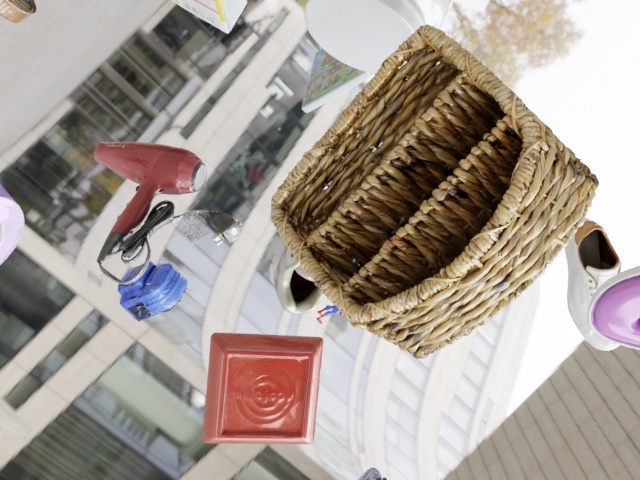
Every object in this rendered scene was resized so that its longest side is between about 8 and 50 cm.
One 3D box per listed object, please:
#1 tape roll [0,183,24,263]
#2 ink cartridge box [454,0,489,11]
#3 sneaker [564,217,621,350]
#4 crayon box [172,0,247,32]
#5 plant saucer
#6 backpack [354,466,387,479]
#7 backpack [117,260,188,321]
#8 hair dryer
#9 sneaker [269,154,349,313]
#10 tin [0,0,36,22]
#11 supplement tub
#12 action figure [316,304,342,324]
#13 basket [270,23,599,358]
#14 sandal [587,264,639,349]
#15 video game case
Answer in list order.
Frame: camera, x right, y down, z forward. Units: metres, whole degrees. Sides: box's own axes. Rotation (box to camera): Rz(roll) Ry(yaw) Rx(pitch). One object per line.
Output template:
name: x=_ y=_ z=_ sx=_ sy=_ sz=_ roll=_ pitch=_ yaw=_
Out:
tape roll: x=-0.698 y=-0.009 z=1.346 sx=0.275 sy=0.090 sz=0.275 roll=-41 pitch=163 yaw=-15
ink cartridge box: x=0.218 y=-0.609 z=1.536 sx=0.283 sy=0.207 sz=0.117 roll=48 pitch=-56 yaw=40
sneaker: x=0.563 y=0.098 z=1.482 sx=0.105 sy=0.290 sz=0.123 roll=-17 pitch=-173 yaw=1
crayon box: x=-0.253 y=-0.514 z=1.335 sx=0.083 sy=0.203 sz=0.323 roll=-60 pitch=180 yaw=-2
plant saucer: x=-0.125 y=0.341 z=1.625 sx=0.048 sy=0.258 sz=0.259 roll=-139 pitch=-126 yaw=-76
backpack: x=0.050 y=0.491 z=1.231 sx=0.173 sy=0.117 sz=0.158 roll=-46 pitch=168 yaw=28
backpack: x=-0.332 y=0.096 z=1.436 sx=0.120 sy=0.101 sz=0.098 roll=-15 pitch=-142 yaw=33
hair dryer: x=-0.280 y=-0.076 z=1.157 sx=0.223 sy=0.080 sz=0.293 roll=-21 pitch=-130 yaw=-25
sneaker: x=0.000 y=0.000 z=0.997 sx=0.111 sy=0.102 sz=0.252 roll=-104 pitch=-154 yaw=-58
tin: x=-0.550 y=-0.431 z=1.186 sx=0.040 sy=0.189 sz=0.106 roll=-36 pitch=-127 yaw=12
supplement tub: x=0.120 y=-0.452 z=1.166 sx=0.228 sy=0.228 sz=0.316 roll=-11 pitch=-128 yaw=60
action figure: x=0.042 y=0.137 z=1.514 sx=0.115 sy=0.030 sz=0.038 roll=-35 pitch=-159 yaw=30
basket: x=0.115 y=-0.041 z=0.803 sx=0.299 sy=0.223 sz=0.213 roll=-46 pitch=-152 yaw=16
sandal: x=0.610 y=0.117 z=1.056 sx=0.416 sy=0.169 sz=0.102 roll=2 pitch=-154 yaw=19
video game case: x=0.050 y=-0.411 z=1.681 sx=0.212 sy=0.023 sz=0.193 roll=-21 pitch=-135 yaw=42
